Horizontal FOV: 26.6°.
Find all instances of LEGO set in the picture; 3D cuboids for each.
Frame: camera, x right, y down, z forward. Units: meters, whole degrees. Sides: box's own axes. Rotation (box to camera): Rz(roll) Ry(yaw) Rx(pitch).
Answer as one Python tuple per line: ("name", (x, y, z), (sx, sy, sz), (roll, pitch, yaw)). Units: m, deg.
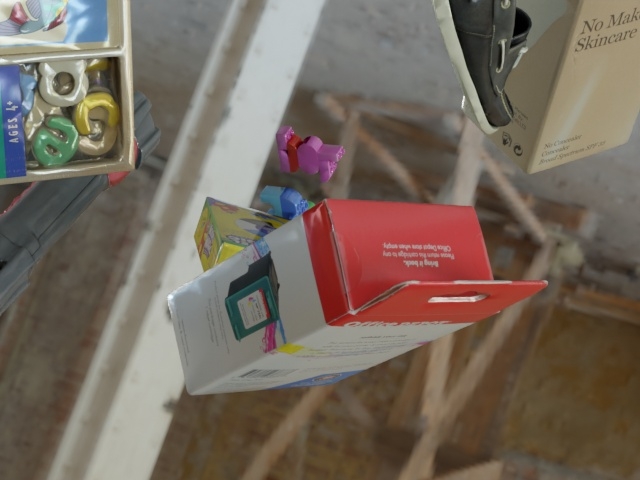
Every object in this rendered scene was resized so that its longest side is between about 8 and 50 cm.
("LEGO set", (0.000, 0.000, 1.455), (0.093, 0.087, 0.227), (6, 125, 21))

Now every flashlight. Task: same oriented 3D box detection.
("flashlight", (-0.269, -0.040, 1.301), (0.103, 0.304, 0.103), (31, 138, 5))

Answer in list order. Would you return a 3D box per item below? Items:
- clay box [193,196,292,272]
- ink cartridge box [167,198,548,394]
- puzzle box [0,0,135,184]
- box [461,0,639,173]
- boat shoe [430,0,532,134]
("clay box", (-0.046, 0.020, 1.277), (0.127, 0.053, 0.222), (16, -170, -13))
("ink cartridge box", (0.019, 0.033, 0.893), (0.134, 0.078, 0.231), (1, 159, -41))
("puzzle box", (-0.270, -0.236, 0.945), (0.272, 0.409, 0.052), (-8, -161, -25))
("box", (0.253, -0.231, 1.306), (0.121, 0.148, 0.311), (51, 147, 35))
("boat shoe", (0.149, -0.165, 1.175), (0.079, 0.084, 0.233), (-20, 152, 6))
